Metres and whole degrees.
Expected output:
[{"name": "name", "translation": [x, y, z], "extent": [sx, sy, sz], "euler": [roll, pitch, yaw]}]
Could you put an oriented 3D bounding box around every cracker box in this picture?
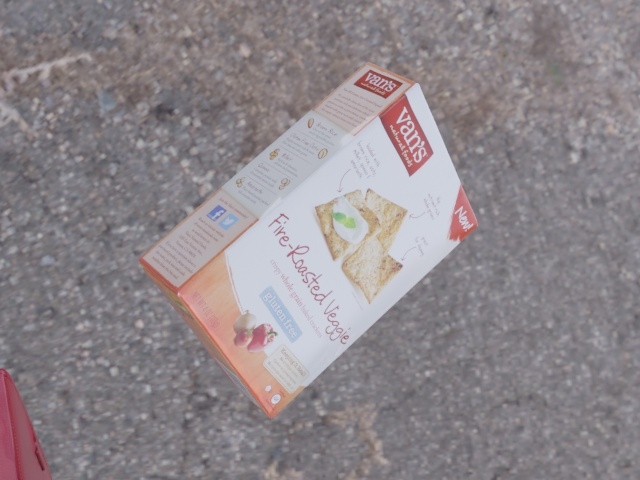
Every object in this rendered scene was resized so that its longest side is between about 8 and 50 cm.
[{"name": "cracker box", "translation": [0.000, 0.000, 0.795], "extent": [0.232, 0.067, 0.156], "euler": [-43, 132, -13]}]

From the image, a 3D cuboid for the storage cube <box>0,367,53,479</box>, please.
[{"name": "storage cube", "translation": [-0.281, 0.239, 0.751], "extent": [0.183, 0.215, 0.193], "euler": [-13, 49, -12]}]
